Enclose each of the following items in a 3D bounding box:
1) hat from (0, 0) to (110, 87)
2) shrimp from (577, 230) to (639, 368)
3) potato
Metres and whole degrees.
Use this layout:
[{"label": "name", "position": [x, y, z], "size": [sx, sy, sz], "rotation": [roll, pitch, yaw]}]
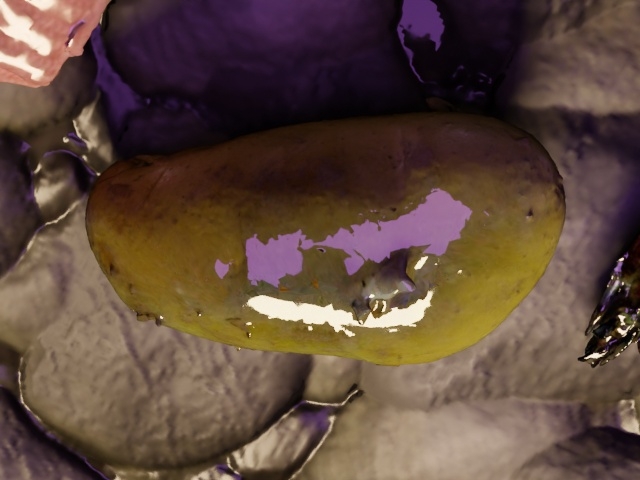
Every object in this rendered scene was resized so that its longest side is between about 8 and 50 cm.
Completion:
[{"label": "hat", "position": [-0.195, -0.169, 0.517], "size": [0.286, 0.107, 0.237], "rotation": [2, 117, -24]}, {"label": "shrimp", "position": [0.169, 0.003, 0.616], "size": [0.091, 0.034, 0.161], "rotation": [32, 112, -12]}, {"label": "potato", "position": [0.000, 0.000, 0.600], "size": [0.188, 0.085, 0.105], "rotation": [2, 113, 8]}]
